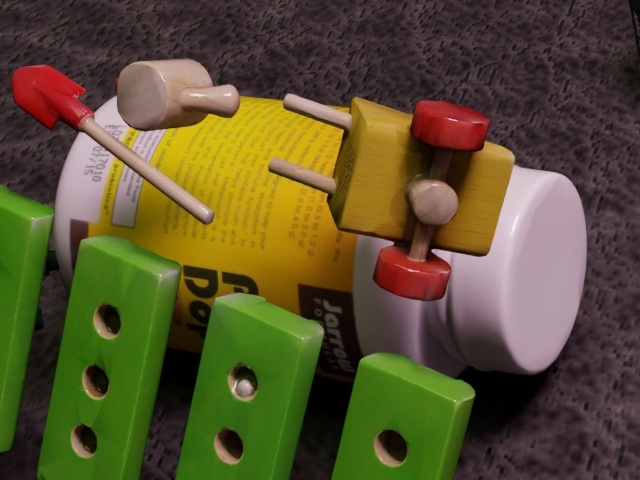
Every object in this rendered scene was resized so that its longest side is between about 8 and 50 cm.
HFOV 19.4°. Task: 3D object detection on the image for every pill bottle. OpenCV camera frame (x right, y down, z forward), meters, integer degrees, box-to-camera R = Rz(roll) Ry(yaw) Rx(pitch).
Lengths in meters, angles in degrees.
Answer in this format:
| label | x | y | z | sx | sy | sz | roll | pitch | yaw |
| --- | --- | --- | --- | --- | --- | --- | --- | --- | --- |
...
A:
| label | x | y | z | sx | sy | sz | roll | pitch | yaw |
| --- | --- | --- | --- | --- | --- | --- | --- | --- | --- |
| pill bottle | 0.000 | 0.000 | 0.806 | 0.215 | 0.117 | 0.117 | 8 | 46 | 30 |

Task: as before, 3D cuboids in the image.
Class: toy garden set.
| label | x | y | z | sx | sy | sz | roll | pitch | yaw |
| --- | --- | --- | --- | --- | --- | --- | --- | --- | --- |
| toy garden set | -0.039 | 0.019 | 0.737 | 0.244 | 0.204 | 0.049 | 22 | 19 | 29 |

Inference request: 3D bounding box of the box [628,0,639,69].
| label | x | y | z | sx | sy | sz | roll | pitch | yaw |
| --- | --- | --- | --- | --- | --- | --- | --- | --- | --- |
| box | 0.237 | -0.065 | 0.839 | 0.087 | 0.058 | 0.232 | -28 | 39 | -12 |
